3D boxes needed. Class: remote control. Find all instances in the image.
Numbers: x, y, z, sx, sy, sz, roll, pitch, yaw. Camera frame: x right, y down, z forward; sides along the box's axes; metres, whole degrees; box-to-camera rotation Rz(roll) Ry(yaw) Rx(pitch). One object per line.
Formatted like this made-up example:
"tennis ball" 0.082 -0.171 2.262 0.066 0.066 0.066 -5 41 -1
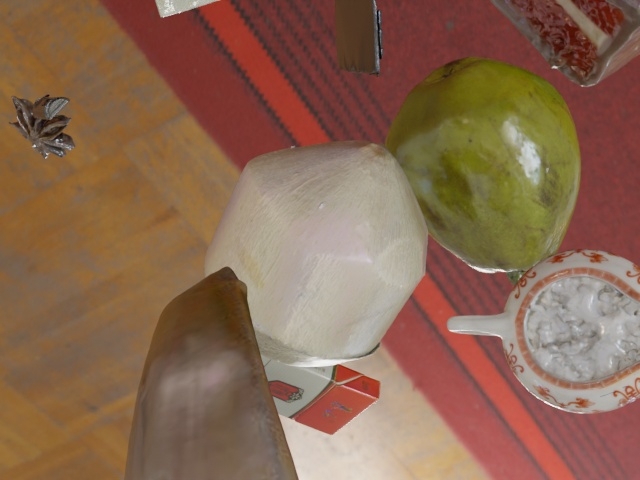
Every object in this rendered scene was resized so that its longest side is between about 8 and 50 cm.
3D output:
"remote control" -0.286 -0.142 1.108 0.034 0.091 0.016 -49 114 -12

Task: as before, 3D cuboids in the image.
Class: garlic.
"garlic" -0.047 0.150 0.540 0.112 0.318 0.143 -5 143 -1

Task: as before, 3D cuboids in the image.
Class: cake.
"cake" 0.434 -0.435 1.682 0.230 0.309 0.237 -31 163 -28

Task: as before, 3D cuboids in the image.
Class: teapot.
"teapot" 0.248 0.089 1.040 0.246 0.116 0.159 -6 90 17

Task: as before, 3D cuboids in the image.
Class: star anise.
"star anise" -0.464 -0.177 1.765 0.124 0.056 0.129 22 143 8

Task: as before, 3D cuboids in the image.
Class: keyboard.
"keyboard" 0.036 -0.200 1.023 0.015 0.196 0.074 -1 101 -10

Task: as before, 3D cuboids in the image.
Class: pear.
"pear" 0.256 -0.098 1.590 0.287 0.287 0.375 -16 89 10

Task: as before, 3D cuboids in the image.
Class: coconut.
"coconut" 0.003 0.003 1.059 0.224 0.224 0.234 17 106 -16

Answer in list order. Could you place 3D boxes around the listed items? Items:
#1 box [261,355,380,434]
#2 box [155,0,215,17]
"box" -0.057 0.184 1.413 0.245 0.035 0.139 26 140 -16
"box" -0.094 -0.290 1.058 0.167 0.024 0.090 -18 106 -4
